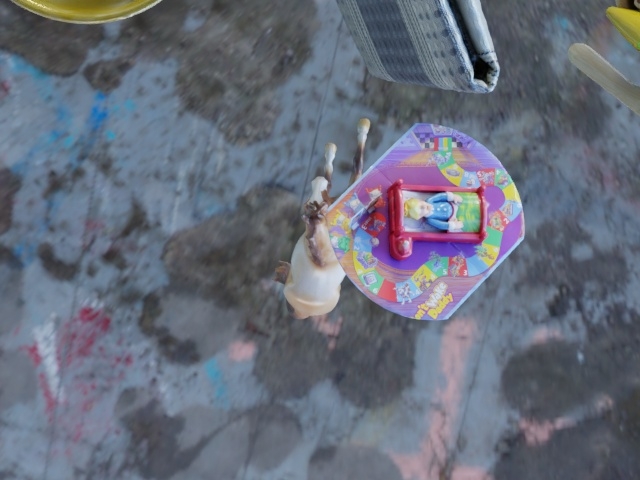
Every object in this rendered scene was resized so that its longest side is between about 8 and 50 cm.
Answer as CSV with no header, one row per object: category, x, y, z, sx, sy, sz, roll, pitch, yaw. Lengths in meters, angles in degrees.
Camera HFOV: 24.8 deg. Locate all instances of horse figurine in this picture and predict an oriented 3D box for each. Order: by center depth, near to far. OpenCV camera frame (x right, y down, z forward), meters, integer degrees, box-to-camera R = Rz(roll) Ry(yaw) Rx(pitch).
horse figurine,0.000,0.000,1.471,0.066,0.174,0.263,14,140,-4

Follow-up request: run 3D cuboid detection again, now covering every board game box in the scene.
board game box,0.092,-0.019,1.188,0.133,0.033,0.169,45,72,2

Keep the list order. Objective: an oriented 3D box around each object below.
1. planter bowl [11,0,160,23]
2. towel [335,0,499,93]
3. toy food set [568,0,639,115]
planter bowl,-0.150,-0.262,0.996,0.217,0.090,0.217,5,108,17
towel,0.047,-0.290,1.304,0.056,0.312,0.324,-26,104,-9
toy food set,0.221,-0.149,0.807,0.132,0.038,0.192,41,114,25
